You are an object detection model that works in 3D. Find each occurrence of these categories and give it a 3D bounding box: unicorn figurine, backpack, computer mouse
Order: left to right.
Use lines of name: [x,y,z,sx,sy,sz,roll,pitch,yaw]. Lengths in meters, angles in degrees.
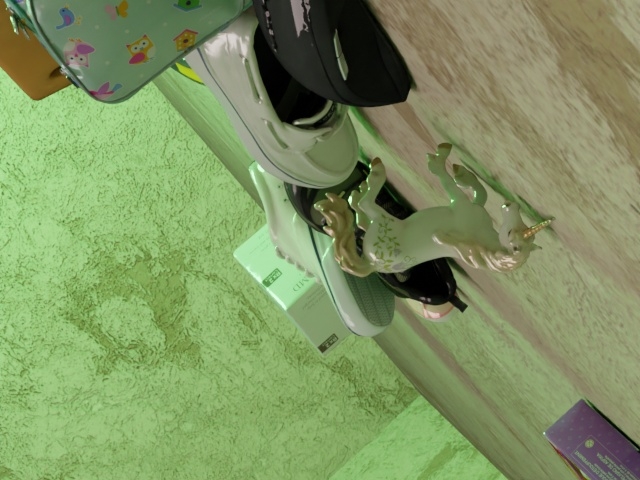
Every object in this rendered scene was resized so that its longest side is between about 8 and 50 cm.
backpack: [-0.150,-0.203,1.069,0.188,0.166,0.144,51,-168,-28]
computer mouse: [-0.042,-0.180,0.991,0.184,0.060,0.262,45,175,32]
unicorn figurine: [0.083,-0.014,1.057,0.060,0.162,0.111,44,-152,-50]

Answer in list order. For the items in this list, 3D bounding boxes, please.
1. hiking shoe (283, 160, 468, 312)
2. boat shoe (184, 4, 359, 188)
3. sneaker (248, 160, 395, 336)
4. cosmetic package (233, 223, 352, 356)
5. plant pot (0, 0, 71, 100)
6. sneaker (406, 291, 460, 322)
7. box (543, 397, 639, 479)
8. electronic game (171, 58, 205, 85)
hiking shoe: [0.062,-0.014,1.516,0.227,0.086,0.114,40,173,-30]
boat shoe: [-0.023,-0.111,1.253,0.084,0.095,0.258,20,168,36]
sneaker: [0.000,0.000,1.641,0.094,0.091,0.258,10,-131,-46]
cosmetic package: [-0.015,0.058,2.523,0.183,0.151,0.151,43,174,45]
plant pot: [-0.225,-0.253,1.253,0.291,0.203,0.291,48,176,5]
sneaker: [0.100,0.037,1.708,0.070,0.051,0.134,44,-176,-44]
box: [0.349,0.300,1.523,0.201,0.057,0.293,45,176,47]
electronic game: [-0.193,-0.260,1.761,0.229,0.048,0.229,39,168,10]
